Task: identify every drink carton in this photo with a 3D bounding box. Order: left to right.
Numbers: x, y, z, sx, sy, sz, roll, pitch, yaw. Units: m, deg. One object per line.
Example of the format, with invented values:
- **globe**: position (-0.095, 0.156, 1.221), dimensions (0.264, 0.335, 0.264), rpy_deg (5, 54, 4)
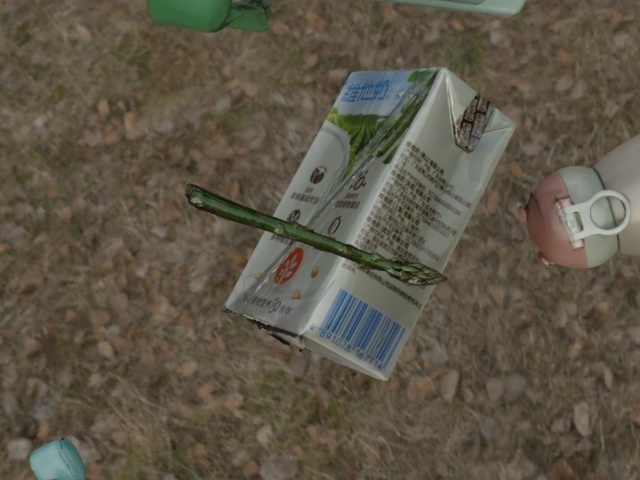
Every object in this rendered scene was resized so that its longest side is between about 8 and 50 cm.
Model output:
- **drink carton**: position (0.051, -0.022, 1.180), dimensions (0.194, 0.132, 0.324), rpy_deg (13, 74, 59)

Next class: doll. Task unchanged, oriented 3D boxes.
- **doll**: position (-0.275, 0.307, 1.221), dimensions (0.059, 0.158, 0.159), rpy_deg (-28, 22, 10)

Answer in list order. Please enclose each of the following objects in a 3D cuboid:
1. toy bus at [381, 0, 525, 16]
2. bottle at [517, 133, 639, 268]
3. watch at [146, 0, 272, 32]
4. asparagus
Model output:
- **toy bus**: position (0.054, -0.271, 0.896), dimensions (0.271, 0.133, 0.165), rpy_deg (0, 35, -29)
- **bottle**: position (0.342, -0.041, 1.190), dimensions (0.237, 0.147, 0.147), rpy_deg (-17, 55, 7)
- **watch**: position (-0.076, -0.149, 0.382), dimensions (0.152, 0.131, 0.165), rpy_deg (14, 19, 6)
- **asparagus**: position (0.000, 0.000, 0.854), dimensions (0.233, 0.023, 0.022), rpy_deg (19, 67, -21)
